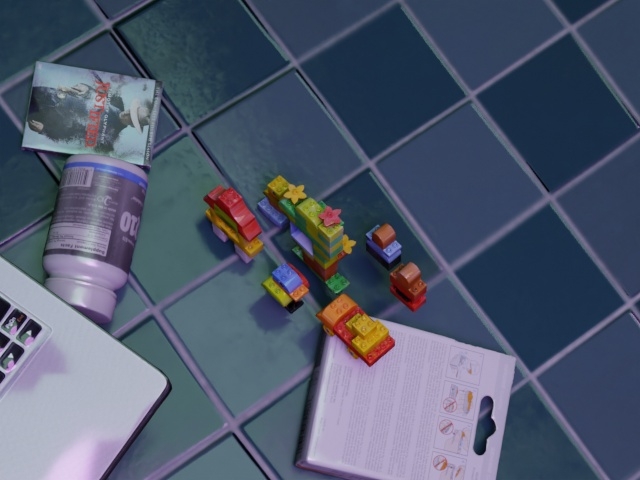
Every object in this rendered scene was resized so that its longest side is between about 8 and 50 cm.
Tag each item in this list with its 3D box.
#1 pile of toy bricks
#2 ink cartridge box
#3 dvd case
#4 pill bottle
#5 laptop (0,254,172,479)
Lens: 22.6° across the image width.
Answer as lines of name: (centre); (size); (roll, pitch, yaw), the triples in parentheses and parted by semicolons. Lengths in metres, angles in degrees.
pile of toy bricks: (0.000, 0.000, 1.406); (0.118, 0.105, 0.212); (-40, 67, -20)
ink cartridge box: (0.078, 0.152, 1.448); (0.179, 0.045, 0.145); (16, 73, -15)
dvd case: (-0.210, -0.116, 1.477); (0.119, 0.013, 0.087); (10, 74, -8)
pill bottle: (-0.202, -0.001, 1.414); (0.078, 0.078, 0.137); (12, 74, -6)
laptop: (-0.361, 0.116, 1.103); (0.408, 0.236, 0.382); (36, 72, -2)
